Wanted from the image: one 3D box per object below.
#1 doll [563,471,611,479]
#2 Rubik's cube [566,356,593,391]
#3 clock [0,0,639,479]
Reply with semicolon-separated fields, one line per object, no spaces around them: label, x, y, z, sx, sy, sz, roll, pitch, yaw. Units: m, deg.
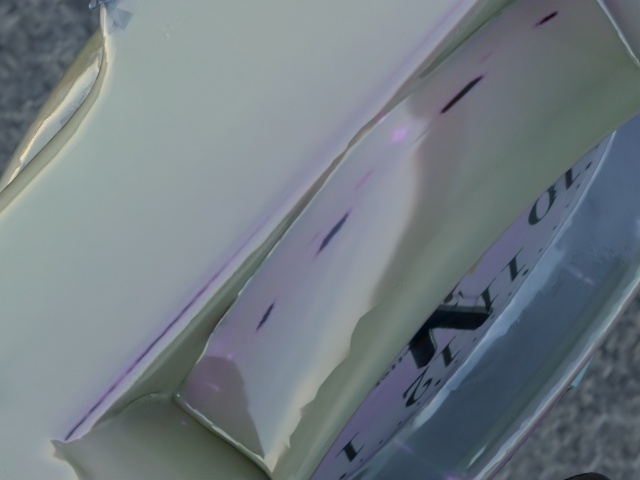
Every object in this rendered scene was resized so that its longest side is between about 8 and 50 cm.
doll;0.135;0.219;1.022;0.135;0.234;0.143;53;174;40
Rubik's cube;0.098;0.009;1.374;0.183;0.180;0.167;-15;117;45
clock;0.015;0.012;0.566;0.114;0.284;0.309;38;171;17
